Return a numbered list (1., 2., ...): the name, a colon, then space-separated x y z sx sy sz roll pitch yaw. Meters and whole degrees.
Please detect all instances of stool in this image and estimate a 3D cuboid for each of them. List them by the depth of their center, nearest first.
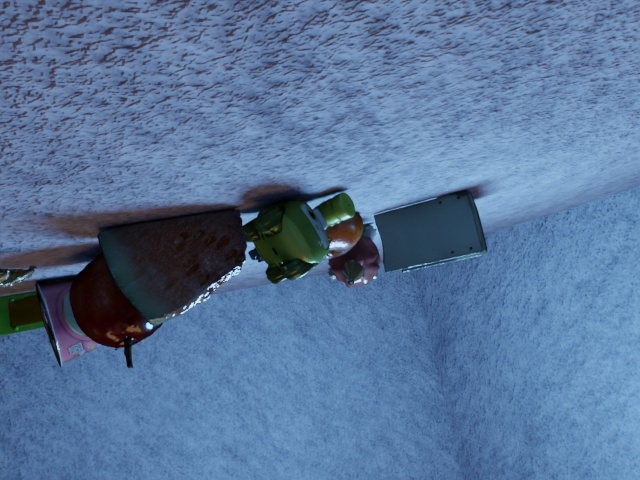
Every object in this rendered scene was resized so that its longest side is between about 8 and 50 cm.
1. stool: 0.319 -0.015 1.490 0.269 0.171 0.243 -14 172 18

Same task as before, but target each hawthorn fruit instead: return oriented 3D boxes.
1. hawthorn fruit: -0.431 0.144 1.141 0.230 0.266 0.210 -19 152 25

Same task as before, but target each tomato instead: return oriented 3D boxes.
1. tomato: 0.000 0.000 1.371 0.236 0.095 0.237 -11 172 -2

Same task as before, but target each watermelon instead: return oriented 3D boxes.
1. watermelon: -0.254 0.032 0.981 0.256 0.193 0.140 -25 177 -13

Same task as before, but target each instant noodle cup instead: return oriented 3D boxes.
1. instant noodle cup: -0.611 0.193 1.428 0.254 0.244 0.244 -16 176 -32

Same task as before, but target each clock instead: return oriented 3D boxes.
1. clock: -0.854 0.221 1.600 0.219 0.106 0.255 -9 173 -21

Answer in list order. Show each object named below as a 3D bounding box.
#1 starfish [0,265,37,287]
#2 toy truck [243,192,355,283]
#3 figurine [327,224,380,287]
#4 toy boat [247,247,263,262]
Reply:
1. starfish: -0.594 0.062 0.853 0.301 0.084 0.293 -4 168 -5
2. toy truck: -0.048 -0.016 1.047 0.187 0.148 0.210 -23 -168 47
3. figurine: 0.109 0.059 1.541 0.207 0.166 0.387 -44 -172 6
4. toy boat: -0.137 0.022 1.470 0.055 0.060 0.141 -19 177 36
